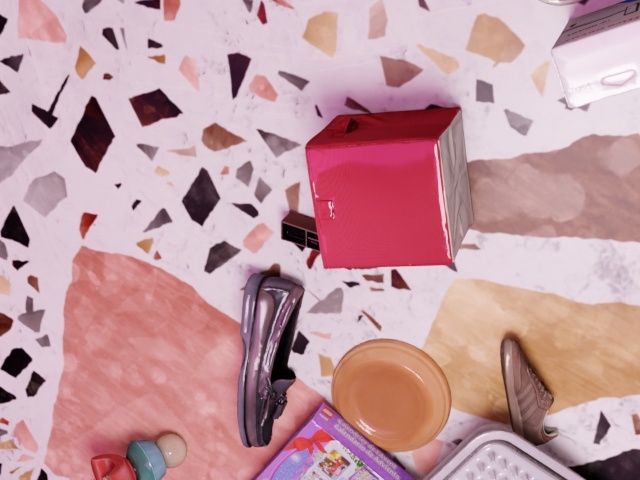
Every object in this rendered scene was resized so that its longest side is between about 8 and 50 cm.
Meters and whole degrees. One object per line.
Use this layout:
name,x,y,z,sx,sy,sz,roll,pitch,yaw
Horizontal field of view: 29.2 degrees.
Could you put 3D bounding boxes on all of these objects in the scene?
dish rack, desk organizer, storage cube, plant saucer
dish rack,0.255,0.439,1.925,0.285,0.072,0.333,35,111,-20
desk organizer,0.000,0.000,1.909,0.130,0.050,0.047,18,114,11
storage cube,0.104,-0.079,1.773,0.193,0.183,0.215,-2,109,18
plant saucer,0.110,0.257,1.978,0.200,0.037,0.200,6,112,16

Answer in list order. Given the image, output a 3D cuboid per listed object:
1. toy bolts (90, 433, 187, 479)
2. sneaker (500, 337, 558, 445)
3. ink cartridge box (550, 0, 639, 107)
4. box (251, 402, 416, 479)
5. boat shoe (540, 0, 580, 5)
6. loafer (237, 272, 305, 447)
toy bolts,-0.304,0.434,2.152,0.218,0.158,0.228,32,137,50
sneaker,0.322,0.230,1.895,0.071,0.066,0.188,-10,112,4
ink cartridge box,0.393,-0.254,1.604,0.148,0.203,0.086,-16,104,22
box,-0.004,0.428,2.047,0.201,0.057,0.293,40,124,0
boat shoe,0.361,-0.533,1.540,0.187,0.156,0.500,23,116,7
loafer,-0.079,0.203,1.984,0.095,0.109,0.302,6,108,11
